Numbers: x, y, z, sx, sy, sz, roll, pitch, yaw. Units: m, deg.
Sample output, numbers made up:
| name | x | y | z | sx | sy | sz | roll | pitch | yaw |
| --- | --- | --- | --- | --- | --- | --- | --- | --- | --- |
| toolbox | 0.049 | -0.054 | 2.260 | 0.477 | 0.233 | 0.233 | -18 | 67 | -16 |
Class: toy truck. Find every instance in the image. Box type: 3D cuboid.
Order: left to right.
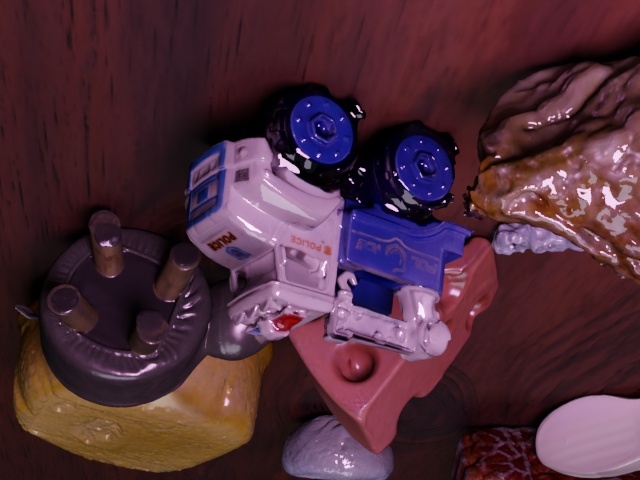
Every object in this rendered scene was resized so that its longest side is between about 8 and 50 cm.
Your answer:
| name | x | y | z | sx | sy | sz | roll | pitch | yaw |
| --- | --- | --- | --- | --- | --- | --- | --- | --- | --- |
| toy truck | 0.000 | 0.000 | 1.122 | 0.213 | 0.177 | 0.161 | 18 | 155 | -27 |

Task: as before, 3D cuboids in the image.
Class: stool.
| name | x | y | z | sx | sy | sz | roll | pitch | yaw |
| --- | --- | --- | --- | --- | --- | --- | --- | --- | --- |
| stool | -0.156 | 0.053 | 1.331 | 0.228 | 0.153 | 0.139 | -18 | 158 | -18 |

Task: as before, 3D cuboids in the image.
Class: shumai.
| name | x | y | z | sx | sy | sz | roll | pitch | yaw |
| --- | --- | --- | --- | --- | --- | --- | --- | --- | --- |
| shumai | 0.228 | -0.083 | 0.957 | 0.218 | 0.184 | 0.185 | 21 | 119 | -6 |

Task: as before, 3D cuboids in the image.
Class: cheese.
| name | x | y | z | sx | sy | sz | roll | pitch | yaw |
| --- | --- | --- | --- | --- | --- | --- | --- | --- | --- |
| cheese | 0.053 | 0.096 | 1.323 | 0.203 | 0.177 | 0.128 | 3 | 156 | 10 |

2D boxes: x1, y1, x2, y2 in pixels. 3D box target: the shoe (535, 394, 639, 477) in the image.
| name | x | y | z | sx | sy | sz | roll | pitch | yaw |
| --- | --- | --- | --- | --- | --- | --- | --- | --- | --- |
| shoe | 0.376 | 0.222 | 1.645 | 0.265 | 0.095 | 0.110 | -17 | 150 | 39 |

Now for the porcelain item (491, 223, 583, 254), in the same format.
| name | x | y | z | sx | sy | sz | roll | pitch | yaw |
| --- | --- | --- | --- | --- | --- | --- | --- | --- | --- |
| porcelain item | 0.187 | -0.001 | 1.258 | 0.083 | 0.028 | 0.036 | -5 | 157 | 25 |

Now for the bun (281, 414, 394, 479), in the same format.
| name | x | y | z | sx | sy | sz | roll | pitch | yaw |
| --- | --- | --- | --- | --- | --- | --- | --- | --- | --- |
| bun | 0.023 | 0.258 | 1.818 | 0.141 | 0.083 | 0.141 | 6 | 166 | 2 |

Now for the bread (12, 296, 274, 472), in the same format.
| name | x | y | z | sx | sy | sz | roll | pitch | yaw |
| --- | --- | --- | --- | --- | --- | --- | --- | --- | --- |
| bread | -0.185 | 0.138 | 1.511 | 0.270 | 0.148 | 0.270 | 4 | 152 | 2 |

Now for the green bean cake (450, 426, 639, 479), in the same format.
| name | x | y | z | sx | sy | sz | roll | pitch | yaw |
| --- | --- | --- | --- | --- | --- | --- | --- | --- | --- |
| green bean cake | 0.275 | 0.299 | 1.728 | 0.232 | 0.198 | 0.097 | 7 | 113 | -1 |
